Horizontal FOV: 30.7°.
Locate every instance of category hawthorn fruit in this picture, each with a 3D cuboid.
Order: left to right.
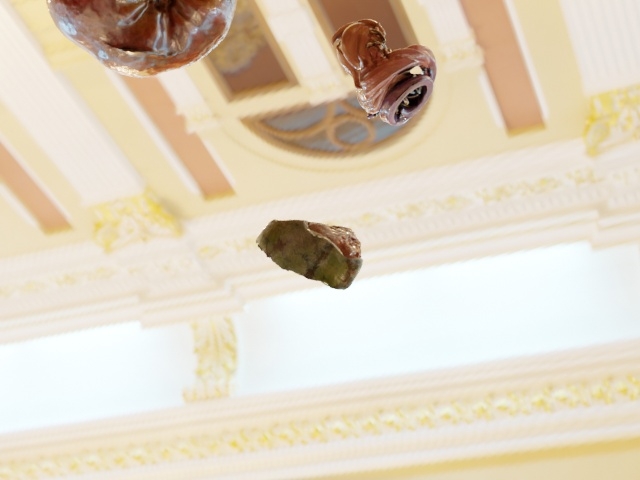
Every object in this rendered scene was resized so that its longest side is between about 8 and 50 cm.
[{"bbox_3d":[-0.373,-0.535,2.420,0.402,0.403,0.403,-14,-132,16],"label":"hawthorn fruit"}]

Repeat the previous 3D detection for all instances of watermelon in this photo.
[{"bbox_3d":[0.000,0.000,1.776,0.187,0.071,0.139,27,-151,29],"label":"watermelon"}]

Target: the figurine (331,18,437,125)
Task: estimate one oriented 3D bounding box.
[{"bbox_3d":[0.081,-0.235,1.574,0.126,0.157,0.114,-49,178,34],"label":"figurine"}]
